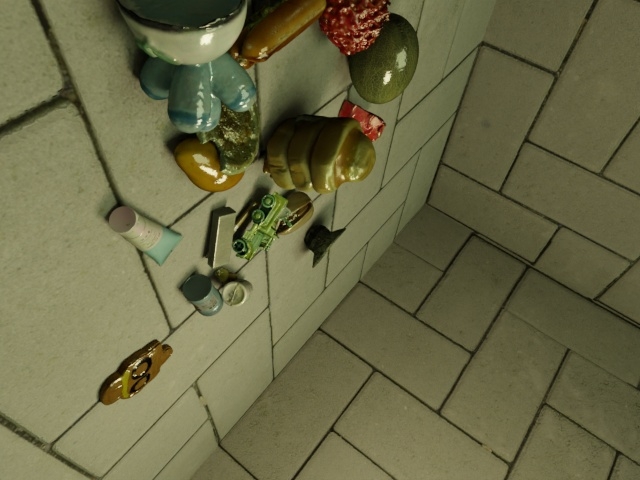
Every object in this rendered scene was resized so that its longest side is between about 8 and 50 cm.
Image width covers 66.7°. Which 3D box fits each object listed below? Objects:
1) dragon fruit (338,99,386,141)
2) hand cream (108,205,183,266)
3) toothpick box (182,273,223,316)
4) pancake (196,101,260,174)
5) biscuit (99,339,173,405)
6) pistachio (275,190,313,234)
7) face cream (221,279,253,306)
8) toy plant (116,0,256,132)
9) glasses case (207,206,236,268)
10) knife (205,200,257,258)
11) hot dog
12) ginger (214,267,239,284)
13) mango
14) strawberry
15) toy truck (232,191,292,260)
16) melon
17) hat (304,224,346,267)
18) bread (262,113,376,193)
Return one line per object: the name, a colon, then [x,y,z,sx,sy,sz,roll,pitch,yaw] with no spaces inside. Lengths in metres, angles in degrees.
dragon fruit: [0.162,-0.461,1.970,0.189,0.163,0.262,-34,169,20]
hand cream: [-0.454,-0.013,1.295,0.111,0.070,0.312,-55,169,-11]
toothpick box: [-0.399,0.189,1.660,0.101,0.101,0.153,-51,159,-18]
pancake: [-0.229,-0.297,1.240,0.254,0.037,0.253,-2,92,-60]
biscuit: [-0.611,0.449,1.647,0.290,0.041,0.208,-35,152,-47]
pistachio: [-0.112,-0.106,1.887,0.206,0.131,0.129,-41,111,-27]
face cream: [-0.303,0.194,1.843,0.092,0.092,0.311,-56,179,-3]
toy plant: [-0.254,-0.357,0.979,0.247,0.247,0.332,-47,162,-28]
glasses case: [-0.325,-0.009,1.583,0.071,0.047,0.205,-20,136,-43]
knife: [-0.305,-0.038,1.651,0.256,0.022,0.046,-51,156,-7]
hot dog: [-0.112,-0.528,1.189,0.337,0.135,0.100,-51,123,-31]
ginger: [-0.346,0.136,1.796,0.137,0.044,0.057,45,51,-72]
mango: [-0.294,-0.198,1.286,0.138,0.113,0.253,-47,159,13]
strawberry: [0.066,-0.663,1.408,0.178,0.234,0.234,8,118,-36]
toy truck: [-0.195,-0.038,1.703,0.259,0.135,0.128,-53,-178,3]
melon: [0.214,-0.621,1.678,0.237,0.237,0.301,-44,158,-33]
hat: [0.000,0.000,2.300,0.265,0.128,0.265,-48,173,-7]
bread: [0.005,-0.292,1.556,0.300,0.341,0.210,-40,132,-34]
